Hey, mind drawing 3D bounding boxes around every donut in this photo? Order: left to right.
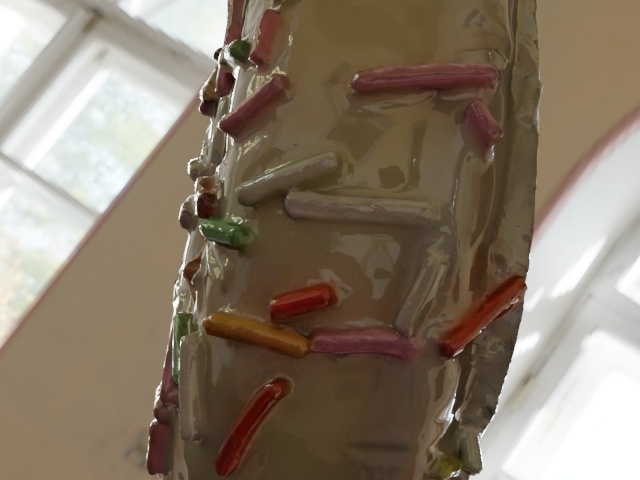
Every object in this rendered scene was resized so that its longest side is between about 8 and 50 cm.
[{"bbox_3d":[0.000,0.000,0.737,0.142,0.383,0.382,9,-12,-6],"label":"donut"}]
